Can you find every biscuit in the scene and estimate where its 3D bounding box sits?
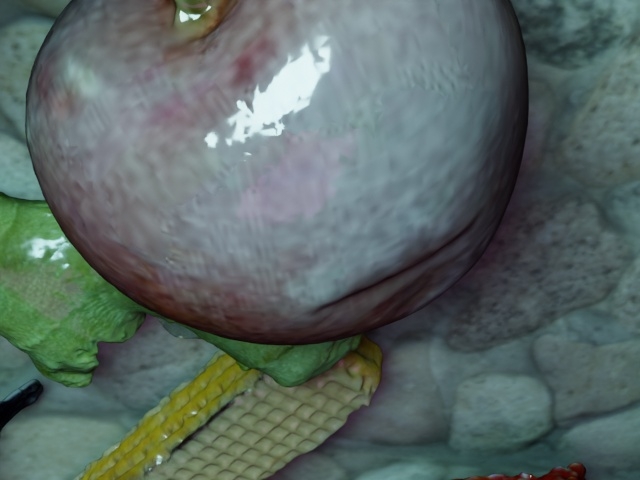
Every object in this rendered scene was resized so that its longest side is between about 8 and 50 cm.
[{"bbox_3d":[-0.112,0.177,1.130,0.094,0.054,0.379,29,121,-35],"label":"biscuit"}]

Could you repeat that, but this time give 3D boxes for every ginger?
[{"bbox_3d":[-0.115,0.031,0.963,0.290,0.089,0.137,-1,107,-11],"label":"ginger"}]

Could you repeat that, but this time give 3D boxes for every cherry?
[{"bbox_3d":[-0.013,-0.058,0.817,0.261,0.221,0.307,-28,148,11],"label":"cherry"}]

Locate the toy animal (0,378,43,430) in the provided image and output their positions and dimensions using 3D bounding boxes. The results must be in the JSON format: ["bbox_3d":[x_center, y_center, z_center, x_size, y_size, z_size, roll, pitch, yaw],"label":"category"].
[{"bbox_3d":[-0.313,0.145,0.992,0.197,0.160,0.272,-54,160,25],"label":"toy animal"}]

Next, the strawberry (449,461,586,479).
[{"bbox_3d":[0.108,0.258,1.207,0.178,0.234,0.234,18,134,12],"label":"strawberry"}]

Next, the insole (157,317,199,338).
[{"bbox_3d":[0.000,0.000,1.005,0.248,0.011,0.081,-23,119,12],"label":"insole"}]
